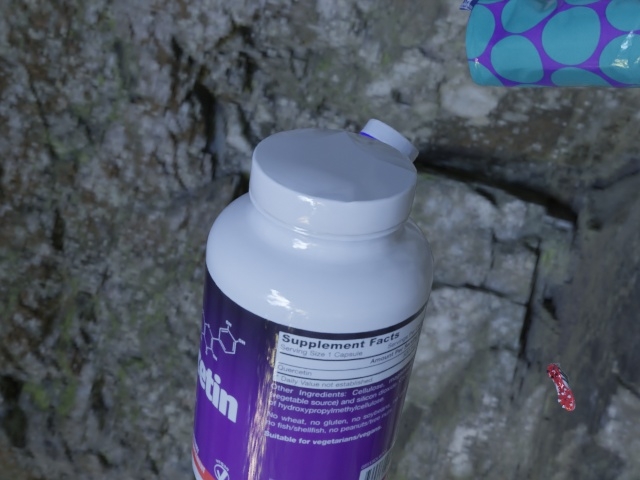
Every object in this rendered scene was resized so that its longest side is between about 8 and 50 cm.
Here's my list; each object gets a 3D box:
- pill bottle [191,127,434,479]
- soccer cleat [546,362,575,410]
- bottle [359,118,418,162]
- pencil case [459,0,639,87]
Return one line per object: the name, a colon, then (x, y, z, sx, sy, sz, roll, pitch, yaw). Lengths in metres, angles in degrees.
pill bottle: (-0.010, 0.079, 0.739, 0.181, 0.181, 0.323, -75, -6, -60)
soccer cleat: (0.407, 0.243, 1.488, 0.035, 0.083, 0.029, -12, -17, -48)
bottle: (0.000, 0.000, 0.966, 0.283, 0.092, 0.118, -54, -21, -2)
pencil case: (0.167, -0.133, 0.574, 0.064, 0.152, 0.070, 37, -109, -45)
